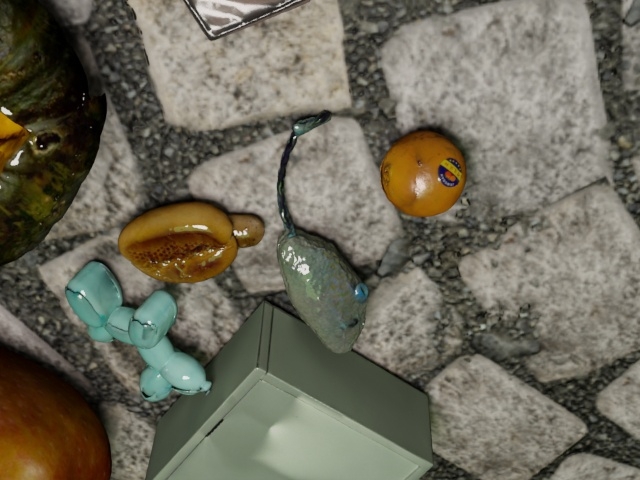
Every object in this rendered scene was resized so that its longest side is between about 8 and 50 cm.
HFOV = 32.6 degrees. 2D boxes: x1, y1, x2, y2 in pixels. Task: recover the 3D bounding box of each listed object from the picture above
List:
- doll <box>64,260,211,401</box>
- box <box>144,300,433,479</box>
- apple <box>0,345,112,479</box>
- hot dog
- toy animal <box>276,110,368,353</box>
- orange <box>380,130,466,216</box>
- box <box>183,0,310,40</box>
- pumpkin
[{"bbox_3d":[-0.184,0.106,1.144,0.159,0.059,0.158,23,144,20],"label":"doll"},{"bbox_3d":[-0.035,0.220,1.200,0.225,0.117,0.225,32,120,-18],"label":"box"},{"bbox_3d":[-0.382,0.242,1.133,0.317,0.288,0.288,38,119,-1],"label":"apple"},{"bbox_3d":[-0.129,-0.002,1.094,0.140,0.060,0.090,-12,127,18],"label":"hot dog"},{"bbox_3d":[-0.010,-0.002,1.092,0.079,0.070,0.253,-24,113,-24],"label":"toy animal"},{"bbox_3d":[0.097,-0.062,1.030,0.083,0.083,0.083,1,124,2],"label":"orange"},{"bbox_3d":[-0.060,-0.310,0.829,0.188,0.153,0.252,-20,122,16],"label":"box"},{"bbox_3d":[-0.348,-0.099,0.925,0.320,0.192,0.320,-10,117,-19],"label":"pumpkin"}]
